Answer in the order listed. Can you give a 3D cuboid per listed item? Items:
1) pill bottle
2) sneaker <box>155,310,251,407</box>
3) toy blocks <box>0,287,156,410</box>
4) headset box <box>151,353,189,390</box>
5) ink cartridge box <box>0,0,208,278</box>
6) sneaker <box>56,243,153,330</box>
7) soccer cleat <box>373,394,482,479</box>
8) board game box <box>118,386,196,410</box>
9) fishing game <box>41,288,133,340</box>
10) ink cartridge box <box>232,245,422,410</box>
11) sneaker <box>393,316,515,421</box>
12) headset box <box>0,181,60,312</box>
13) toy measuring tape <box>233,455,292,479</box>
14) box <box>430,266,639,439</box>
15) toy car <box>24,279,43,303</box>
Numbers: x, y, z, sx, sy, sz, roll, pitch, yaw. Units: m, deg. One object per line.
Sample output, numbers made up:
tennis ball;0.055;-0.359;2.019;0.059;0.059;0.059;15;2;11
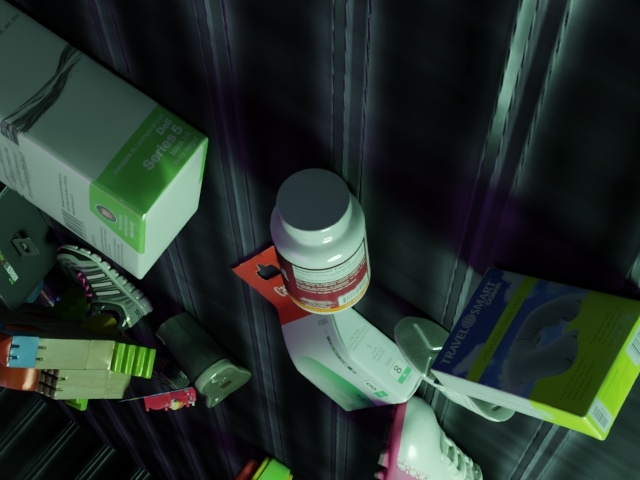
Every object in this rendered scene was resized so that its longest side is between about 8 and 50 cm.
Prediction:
pill bottle;0.000;0.000;1.092;0.086;0.086;0.152;29;158;19
sneaker;-0.173;0.174;1.794;0.118;0.083;0.222;51;170;15
toy blocks;-0.493;0.170;1.938;0.381;0.190;0.261;14;-176;42
headset box;-0.271;0.231;2.113;0.083;0.032;0.062;10;148;49
ink cartridge box;-0.262;-0.104;1.243;0.273;0.115;0.198;35;159;4
sneaker;-0.338;0.075;1.816;0.170;0.075;0.063;39;160;-6
soccer cleat;0.145;0.281;1.479;0.143;0.116;0.331;9;152;9
board game box;-0.246;0.264;1.978;0.133;0.169;0.033;-20;80;60
fishing game;-0.417;0.170;2.206;0.264;0.041;0.189;20;151;38
ink cartridge box;-0.007;0.108;1.390;0.225;0.056;0.181;38;160;-9
sneaker;0.128;0.135;1.228;0.152;0.053;0.061;41;162;-13
headset box;-0.552;-0.042;1.823;0.283;0.131;0.246;29;158;20
toy measuring tape;-0.102;0.459;2.293;0.121;0.121;0.330;36;-178;2
box;0.171;0.085;0.966;0.178;0.109;0.042;13;153;47
toy car;-0.651;0.081;2.099;0.219;0.238;0.210;32;159;10
